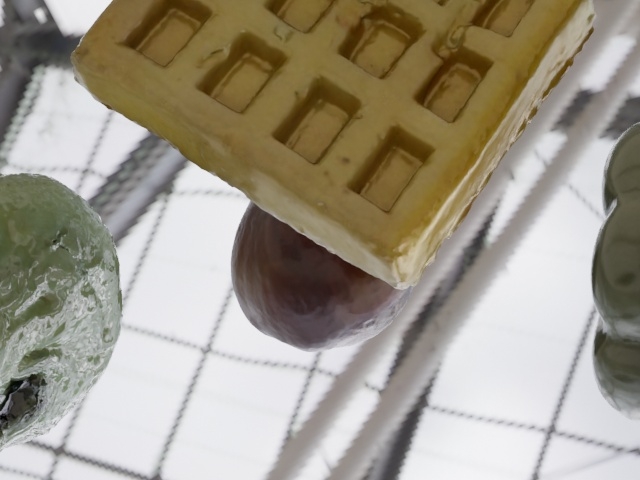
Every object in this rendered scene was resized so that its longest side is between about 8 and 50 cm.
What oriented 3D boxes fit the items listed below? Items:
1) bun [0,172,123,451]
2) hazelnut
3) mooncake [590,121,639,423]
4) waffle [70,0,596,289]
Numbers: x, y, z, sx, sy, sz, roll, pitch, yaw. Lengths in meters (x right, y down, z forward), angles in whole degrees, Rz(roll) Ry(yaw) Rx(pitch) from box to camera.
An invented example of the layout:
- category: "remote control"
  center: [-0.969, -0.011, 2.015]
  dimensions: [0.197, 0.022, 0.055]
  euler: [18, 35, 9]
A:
- category: "bun"
  center: [-0.211, 0.058, 1.126]
  dimensions: [0.108, 0.221, 0.221]
  euler: [25, -121, 36]
- category: "hazelnut"
  center: [0.000, 0.000, 1.749]
  dimensions: [0.208, 0.208, 0.208]
  euler: [-15, -141, 12]
- category: "mooncake"
  center: [0.296, 0.026, 1.439]
  dimensions: [0.135, 0.275, 0.275]
  euler: [1, -136, 15]
- category: "waffle"
  center: [0.010, -0.120, 1.057]
  dimensions: [0.248, 0.055, 0.221]
  euler: [32, -111, 12]
